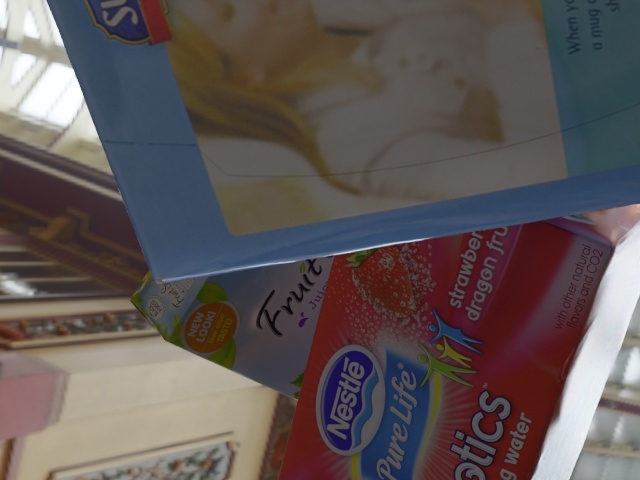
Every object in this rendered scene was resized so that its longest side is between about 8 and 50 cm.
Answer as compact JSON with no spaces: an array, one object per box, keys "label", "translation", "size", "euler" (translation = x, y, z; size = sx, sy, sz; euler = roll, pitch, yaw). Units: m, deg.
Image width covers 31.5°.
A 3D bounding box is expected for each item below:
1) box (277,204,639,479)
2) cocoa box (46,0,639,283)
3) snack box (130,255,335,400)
[{"label":"box","translation":[0.071,0.076,0.589],"size":[0.128,0.123,0.256],"euler":[25,-64,23]},{"label":"cocoa box","translation":[0.014,-0.197,0.390],"size":[0.232,0.228,0.347],"euler":[-10,-60,11]},{"label":"snack box","translation":[0.000,0.000,0.777],"size":[0.207,0.174,0.070],"euler":[-57,-141,2]}]
